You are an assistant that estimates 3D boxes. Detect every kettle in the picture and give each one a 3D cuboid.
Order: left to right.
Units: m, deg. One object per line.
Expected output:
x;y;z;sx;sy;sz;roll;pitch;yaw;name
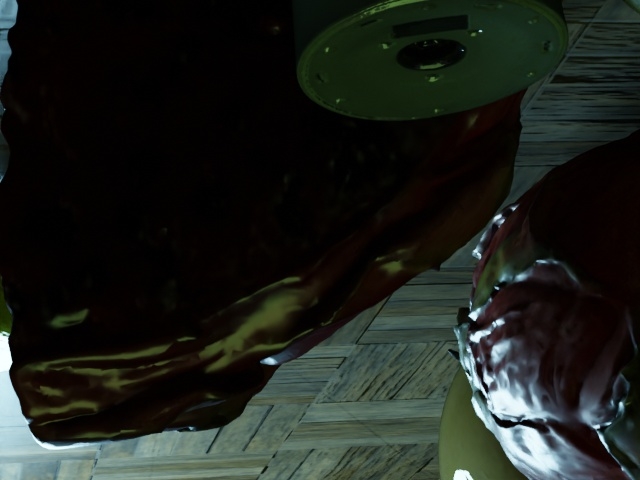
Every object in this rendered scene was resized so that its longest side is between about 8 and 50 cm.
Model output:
0.039;-0.127;0.620;0.098;0.148;0.127;-21;154;31;kettle

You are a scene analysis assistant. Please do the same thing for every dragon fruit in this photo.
0.002;0.009;0.874;0.286;0.228;0.329;-8;158;1;dragon fruit
0.242;0.049;0.994;0.342;0.277;0.277;-14;159;10;dragon fruit

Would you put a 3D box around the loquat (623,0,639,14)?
0.191;-0.141;0.620;0.195;0.152;0.152;-2;160;-21;loquat

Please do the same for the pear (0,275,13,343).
-0.167;0.018;1.020;0.131;0.107;0.107;-9;160;-1;pear

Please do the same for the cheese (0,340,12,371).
-0.195;0.056;1.202;0.255;0.050;0.127;-10;160;11;cheese

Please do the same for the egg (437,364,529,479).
0.248;0.174;1.289;0.301;0.301;0.374;-18;145;30;egg
